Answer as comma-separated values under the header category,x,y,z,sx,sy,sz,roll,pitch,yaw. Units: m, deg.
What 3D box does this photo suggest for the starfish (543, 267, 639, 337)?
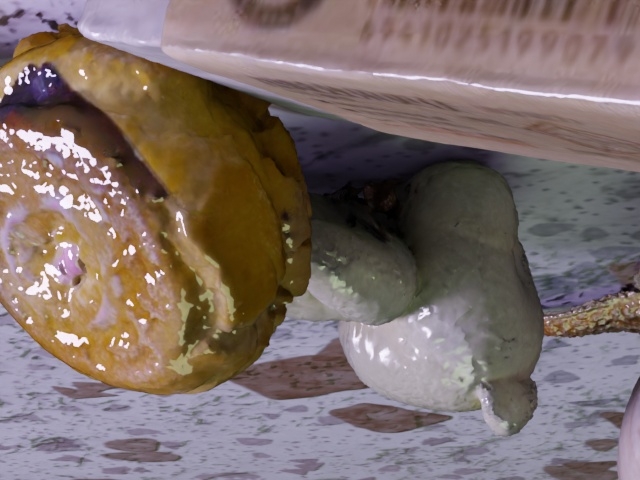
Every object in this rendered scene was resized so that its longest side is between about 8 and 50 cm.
category,x,y,z,sx,sy,sz,roll,pitch,yaw
starfish,0.288,0.055,1.324,0.295,0.048,0.231,-17,143,30

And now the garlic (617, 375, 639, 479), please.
category,x,y,z,sx,sy,sz,roll,pitch,yaw
garlic,0.320,0.081,1.112,0.322,0.241,0.322,-1,142,-1

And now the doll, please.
category,x,y,z,sx,sy,sz,roll,pitch,yaw
doll,0.002,0.000,1.084,0.278,0.175,0.149,17,116,-23

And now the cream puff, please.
category,x,y,z,sx,sy,sz,roll,pitch,yaw
cream puff,-0.084,-0.020,0.920,0.189,0.189,0.129,-20,-170,43

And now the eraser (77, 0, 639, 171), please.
category,x,y,z,sx,sy,sz,roll,pitch,yaw
eraser,0.062,-0.078,0.721,0.144,0.078,0.343,17,177,-41
